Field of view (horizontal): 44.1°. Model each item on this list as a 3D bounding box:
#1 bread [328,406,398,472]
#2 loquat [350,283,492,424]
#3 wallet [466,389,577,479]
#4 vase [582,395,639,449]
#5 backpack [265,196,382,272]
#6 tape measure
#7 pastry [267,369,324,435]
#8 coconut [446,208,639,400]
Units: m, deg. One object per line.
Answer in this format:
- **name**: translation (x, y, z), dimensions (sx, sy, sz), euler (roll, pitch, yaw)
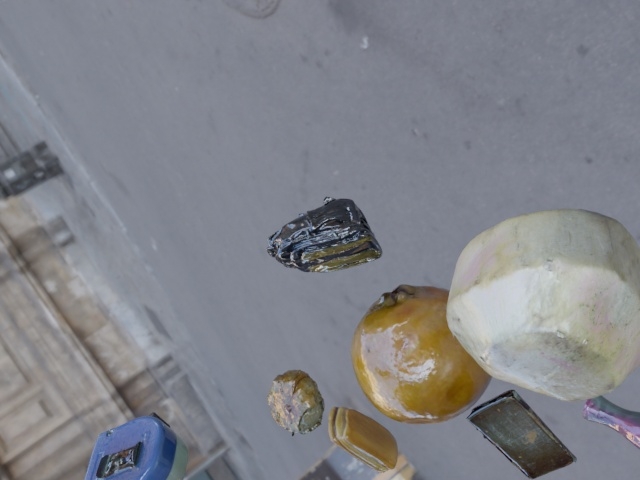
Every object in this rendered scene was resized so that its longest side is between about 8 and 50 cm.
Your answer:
- **bread**: translation (0.108, 0.496, 1.992), dimensions (0.200, 0.116, 0.077), euler (37, 125, -21)
- **loquat**: translation (0.226, 0.250, 1.753), dimensions (0.328, 0.328, 0.328), euler (46, 158, 24)
- **wallet**: translation (0.416, 0.403, 1.635), dimensions (0.122, 0.031, 0.232), euler (-34, 112, 29)
- **vase**: translation (0.590, 0.347, 1.451), dimensions (0.214, 0.086, 0.086), euler (22, 143, 45)
- **backpack**: translation (0.000, 0.000, 1.830), dimensions (0.206, 0.258, 0.133), euler (54, -160, -56)
- **tape measure**: translation (-0.359, 0.477, 1.433), dimensions (0.098, 0.215, 0.351), euler (49, -155, -32)
- **pastry**: translation (-0.055, 0.369, 1.812), dimensions (0.153, 0.081, 0.153), euler (15, 109, 49)
- **coconut**: translation (0.387, 0.097, 1.353), dimensions (0.352, 0.352, 0.353), euler (46, 158, 24)
